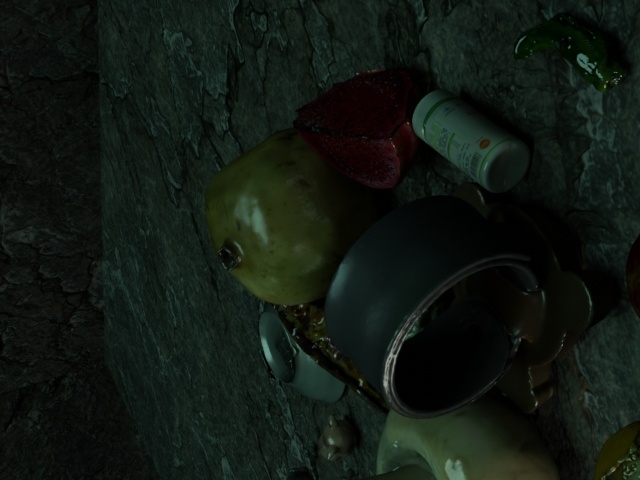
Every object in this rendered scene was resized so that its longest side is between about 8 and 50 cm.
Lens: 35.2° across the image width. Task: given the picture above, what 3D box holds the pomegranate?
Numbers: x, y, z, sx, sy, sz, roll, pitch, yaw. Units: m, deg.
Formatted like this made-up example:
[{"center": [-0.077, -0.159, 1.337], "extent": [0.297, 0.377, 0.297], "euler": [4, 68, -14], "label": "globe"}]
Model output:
[{"center": [-0.061, -0.048, 1.845], "extent": [0.332, 0.332, 0.333], "euler": [41, 139, 49], "label": "pomegranate"}]

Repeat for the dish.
[{"center": [-0.061, 0.224, 2.236], "extent": [0.316, 0.106, 0.316], "euler": [40, 138, 49], "label": "dish"}]

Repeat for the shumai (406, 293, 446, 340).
[{"center": [0.147, 0.101, 1.723], "extent": [0.184, 0.184, 0.142], "euler": [47, 120, 44], "label": "shumai"}]

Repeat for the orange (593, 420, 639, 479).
[{"center": [0.421, 0.310, 1.281], "extent": [0.156, 0.134, 0.156], "euler": [53, 160, 30], "label": "orange"}]

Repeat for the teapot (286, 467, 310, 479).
[{"center": [-0.055, 0.598, 2.504], "extent": [0.088, 0.066, 0.057], "euler": [74, -172, -60], "label": "teapot"}]

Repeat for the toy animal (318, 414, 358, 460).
[{"center": [0.032, 0.440, 2.200], "extent": [0.083, 0.089, 0.150], "euler": [58, 160, 23], "label": "toy animal"}]

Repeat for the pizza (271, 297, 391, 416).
[{"center": [0.039, 0.199, 1.916], "extent": [0.409, 0.114, 0.278], "euler": [38, 173, 33], "label": "pizza"}]

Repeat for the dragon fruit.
[{"center": [0.080, -0.180, 1.655], "extent": [0.261, 0.163, 0.189], "euler": [17, 123, 46], "label": "dragon fruit"}]

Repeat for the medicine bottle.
[{"center": [0.219, -0.147, 1.476], "extent": [0.183, 0.086, 0.086], "euler": [46, 143, 44], "label": "medicine bottle"}]

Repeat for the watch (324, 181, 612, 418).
[{"center": [0.181, 0.113, 1.424], "extent": [0.314, 0.326, 0.335], "euler": [49, 145, 42], "label": "watch"}]

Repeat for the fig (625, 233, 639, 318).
[{"center": [0.428, 0.050, 1.070], "extent": [0.205, 0.205, 0.205], "euler": [41, 139, 49], "label": "fig"}]

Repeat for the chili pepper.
[{"center": [0.311, -0.245, 1.276], "extent": [0.182, 0.050, 0.073], "euler": [42, 146, 52], "label": "chili pepper"}]

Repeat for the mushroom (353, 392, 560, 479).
[{"center": [0.209, 0.376, 1.586], "extent": [0.325, 0.353, 0.353], "euler": [-50, 53, 23], "label": "mushroom"}]
